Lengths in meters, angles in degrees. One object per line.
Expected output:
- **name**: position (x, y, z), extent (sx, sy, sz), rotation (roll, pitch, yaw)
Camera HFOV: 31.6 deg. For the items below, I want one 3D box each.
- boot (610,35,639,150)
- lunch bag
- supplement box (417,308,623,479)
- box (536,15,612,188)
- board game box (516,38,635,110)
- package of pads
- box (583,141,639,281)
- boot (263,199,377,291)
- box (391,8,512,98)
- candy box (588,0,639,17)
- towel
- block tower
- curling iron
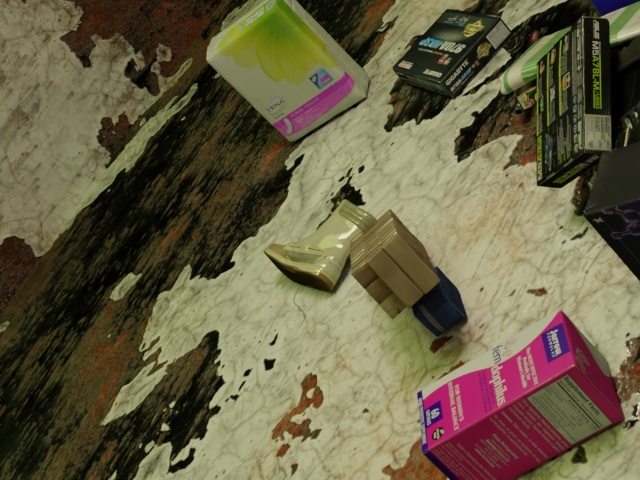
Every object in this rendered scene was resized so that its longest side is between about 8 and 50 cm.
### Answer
- **boot**: position (0.429, -0.111, 1.516), extent (0.348, 0.131, 0.260), rotation (109, 162, -77)
- **lunch bag**: position (0.168, 0.091, 1.680), extent (0.065, 0.067, 0.098), rotation (-37, 24, 16)
- **supplement box**: position (0.238, 0.201, 1.371), extent (0.220, 0.114, 0.111), rotation (-34, 27, 20)
- **box**: position (0.343, -0.184, 1.545), extent (0.184, 0.045, 0.191), rotation (118, 154, -76)
- **board game box**: position (0.427, -0.274, 1.751), extent (0.136, 0.030, 0.259), rotation (-16, 14, 48)
- **package of pads**: position (-0.074, -0.373, 2.447), extent (0.229, 0.296, 0.101), rotation (-29, 31, 32)
- **box**: position (0.432, 0.002, 1.193), extent (0.184, 0.261, 0.103), rotation (-15, 39, 48)
- **boot**: position (0.000, 0.000, 2.054), extent (0.165, 0.077, 0.213), rotation (-53, 32, -13)
- **box**: position (0.258, -0.374, 2.237), extent (0.175, 0.051, 0.220), rotation (-47, 26, -3)
- **candy box**: position (0.491, -0.548, 1.836), extent (0.268, 0.317, 0.122), rotation (-36, 26, 18)
- **towel**: position (0.452, -0.321, 1.754), extent (0.324, 0.038, 0.248), rotation (-16, 15, 34)
- **block tower**: position (0.106, 0.028, 1.707), extent (0.091, 0.097, 0.335), rotation (-41, 4, 6)
- **curling iron**: position (0.358, -0.298, 1.998), extent (0.068, 0.035, 0.274), rotation (-34, 27, 31)
